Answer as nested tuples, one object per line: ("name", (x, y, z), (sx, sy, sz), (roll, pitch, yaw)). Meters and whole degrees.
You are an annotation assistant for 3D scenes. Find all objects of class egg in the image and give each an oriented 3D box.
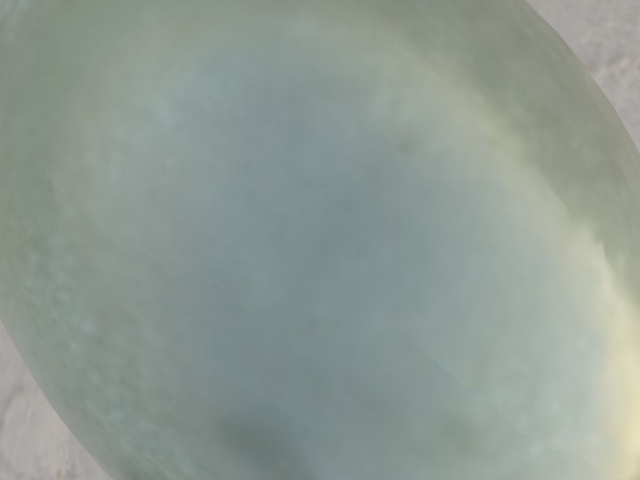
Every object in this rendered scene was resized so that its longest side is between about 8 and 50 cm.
("egg", (0.000, 0.000, 0.663), (0.352, 0.258, 0.258), (44, 100, 6))
